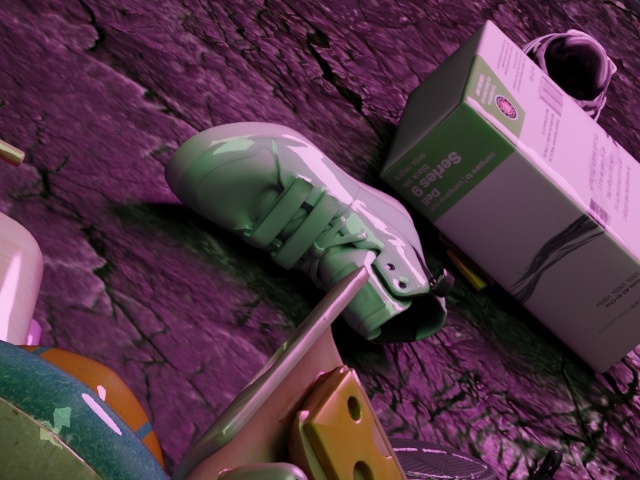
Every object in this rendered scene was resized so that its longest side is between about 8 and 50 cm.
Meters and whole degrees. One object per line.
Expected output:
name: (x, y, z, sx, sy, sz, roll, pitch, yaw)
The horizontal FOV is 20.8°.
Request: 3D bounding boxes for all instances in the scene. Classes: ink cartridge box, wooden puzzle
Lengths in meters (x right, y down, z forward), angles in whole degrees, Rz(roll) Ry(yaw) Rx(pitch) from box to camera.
ink cartridge box: (0.212, -0.042, 1.654, 0.289, 0.121, 0.211, 42, 27, -10)
wooden puzzle: (0.142, 0.007, 1.642, 0.078, 0.014, 0.116, 47, 28, 2)

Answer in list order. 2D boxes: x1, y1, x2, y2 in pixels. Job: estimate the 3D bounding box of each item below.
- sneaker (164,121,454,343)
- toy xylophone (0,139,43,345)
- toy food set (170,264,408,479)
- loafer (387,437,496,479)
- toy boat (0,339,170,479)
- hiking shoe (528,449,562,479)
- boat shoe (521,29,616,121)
sneaker: (0.001, 0.000, 1.383, 0.256, 0.094, 0.151, 21, 28, -36)
toy xylophone: (-0.294, -0.017, 1.065, 0.323, 0.081, 0.236, 35, 29, -12)
toy food set: (0.044, 0.190, 1.019, 0.306, 0.092, 0.220, 65, 30, -14)
loafer: (0.024, 0.189, 1.193, 0.096, 0.084, 0.267, 21, 10, 35)
toy boat: (-0.190, 0.072, 0.888, 0.318, 0.267, 0.148, 40, 69, -3)
hiking shoe: (0.188, 0.262, 1.227, 0.086, 0.114, 0.227, 2, 47, -49)
boat shoe: (0.279, -0.173, 1.950, 0.121, 0.119, 0.335, 38, 28, -5)
